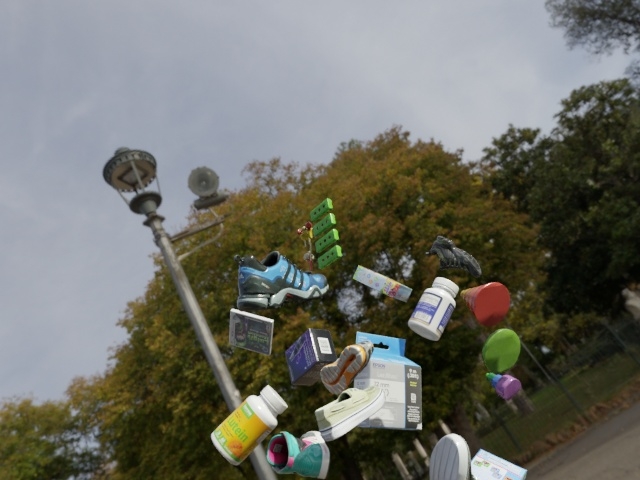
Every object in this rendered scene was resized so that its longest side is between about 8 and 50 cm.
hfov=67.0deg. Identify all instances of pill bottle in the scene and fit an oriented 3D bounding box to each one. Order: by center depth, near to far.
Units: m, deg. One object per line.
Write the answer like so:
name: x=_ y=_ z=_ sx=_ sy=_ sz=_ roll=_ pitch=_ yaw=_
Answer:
pill bottle: x=0.375 y=0.221 z=1.581 sx=0.187 sy=0.111 sz=0.112 roll=-57 pitch=-22 yaw=-17
pill bottle: x=-0.232 y=0.610 z=1.617 sx=0.245 sy=0.136 sz=0.136 roll=-43 pitch=-25 yaw=-11

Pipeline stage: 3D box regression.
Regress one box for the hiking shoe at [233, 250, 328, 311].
hiking shoe: x=-0.079 y=0.089 z=1.173 sx=0.113 sy=0.132 sz=0.304 roll=-8 pitch=-3 yaw=33

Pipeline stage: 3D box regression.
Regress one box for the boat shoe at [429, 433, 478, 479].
boat shoe: x=0.367 y=0.660 z=1.295 sx=0.119 sy=0.121 sz=0.336 roll=-3 pitch=-71 yaw=-17

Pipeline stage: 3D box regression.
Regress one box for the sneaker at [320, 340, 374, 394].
sneaker: x=0.075 y=0.347 z=1.318 sx=0.083 sy=0.084 sz=0.215 roll=-20 pitch=-24 yaw=-47

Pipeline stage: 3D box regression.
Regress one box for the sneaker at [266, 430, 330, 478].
sneaker: x=-0.084 y=0.676 z=1.556 sx=0.178 sy=0.124 sz=0.295 roll=15 pitch=-12 yaw=-9

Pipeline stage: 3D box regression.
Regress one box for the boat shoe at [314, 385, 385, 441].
boat shoe: x=0.099 y=0.505 z=1.482 sx=0.109 sy=0.094 sz=0.302 roll=-26 pitch=-8 yaw=37

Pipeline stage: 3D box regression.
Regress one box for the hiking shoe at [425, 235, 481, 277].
hiking shoe: x=0.534 y=0.085 z=1.928 sx=0.086 sy=0.227 sz=0.114 roll=4 pitch=-55 yaw=-56

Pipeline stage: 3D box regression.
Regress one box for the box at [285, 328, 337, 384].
box: x=-0.040 y=0.481 z=1.985 sx=0.108 sy=0.153 sz=0.207 roll=14 pitch=-48 yaw=-34

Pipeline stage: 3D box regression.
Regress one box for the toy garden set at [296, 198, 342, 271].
toy garden set: x=0.000 y=0.000 z=1.801 sx=0.049 sy=0.245 sz=0.203 roll=15 pitch=-37 yaw=-36

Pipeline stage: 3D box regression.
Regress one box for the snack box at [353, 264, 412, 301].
snack box: x=0.266 y=0.186 z=2.064 sx=0.174 sy=0.207 sz=0.070 roll=26 pitch=-90 yaw=-60

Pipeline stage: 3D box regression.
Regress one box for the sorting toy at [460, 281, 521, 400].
sorting toy: x=0.473 y=0.276 z=1.376 sx=0.127 sy=0.126 sz=0.366 roll=-24 pitch=-72 yaw=-19

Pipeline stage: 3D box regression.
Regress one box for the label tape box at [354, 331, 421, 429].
label tape box: x=0.258 y=0.534 z=1.845 sx=0.249 sy=0.348 sz=0.115 roll=15 pitch=-22 yaw=-28

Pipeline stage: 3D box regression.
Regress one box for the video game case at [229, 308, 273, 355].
video game case: x=-0.292 y=0.386 z=2.026 sx=0.022 sy=0.190 sz=0.173 roll=-53 pitch=-26 yaw=-62

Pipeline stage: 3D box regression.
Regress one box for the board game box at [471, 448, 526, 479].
board game box: x=0.552 y=0.779 z=1.569 sx=0.211 sy=0.160 sz=0.039 roll=-15 pitch=-68 yaw=-48
